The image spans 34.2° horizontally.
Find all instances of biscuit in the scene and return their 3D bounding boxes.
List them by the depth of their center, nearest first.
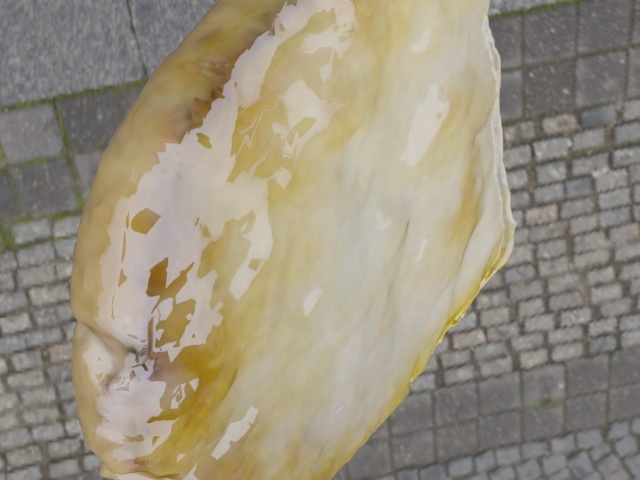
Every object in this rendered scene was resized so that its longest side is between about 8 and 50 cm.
[{"bbox_3d":[-0.001,0.000,0.751,0.446,0.104,0.429,-51,146,-24],"label":"biscuit"}]
